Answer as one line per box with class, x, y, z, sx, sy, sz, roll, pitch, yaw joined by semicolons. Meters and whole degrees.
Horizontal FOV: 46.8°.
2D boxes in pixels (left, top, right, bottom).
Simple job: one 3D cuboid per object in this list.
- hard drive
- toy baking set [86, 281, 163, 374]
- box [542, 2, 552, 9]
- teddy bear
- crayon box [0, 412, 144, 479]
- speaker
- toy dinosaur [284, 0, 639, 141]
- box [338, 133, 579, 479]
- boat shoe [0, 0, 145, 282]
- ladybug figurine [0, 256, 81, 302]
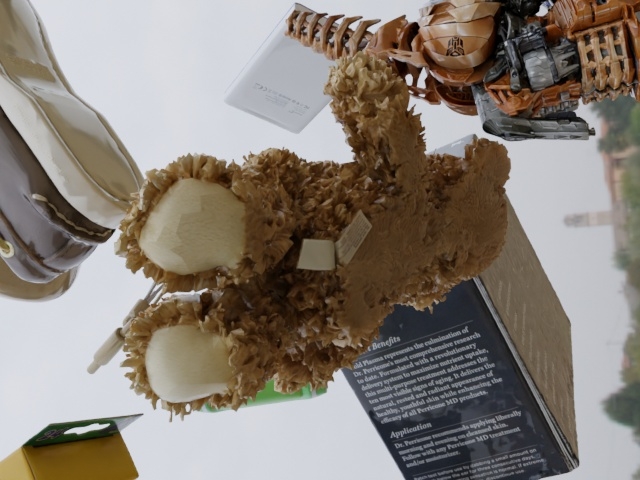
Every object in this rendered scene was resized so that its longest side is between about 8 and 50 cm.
hard drive;-0.053;-0.376;1.672;0.210;0.319;0.040;20;-127;-27
toy baking set;-0.331;0.129;1.325;0.030;0.256;0.196;38;-145;-12
box;0.294;-0.416;1.078;0.059;0.169;0.054;-39;-14;-27
teddy bear;0.000;0.000;0.529;0.338;0.113;0.245;-34;-55;-34
crayon box;-0.411;0.369;1.053;0.083;0.323;0.203;59;-165;20
speaker;-0.139;0.304;1.637;0.131;0.297;0.131;-8;-90;-88
toy dinosaur;0.128;-0.171;0.544;0.164;0.322;0.218;93;-167;-67
box;0.237;0.121;1.358;0.471;0.297;0.480;62;-155;-13
boat shoe;-0.246;-0.120;0.534;0.324;0.097;0.116;54;-166;14
ladybug figurine;-0.469;-0.083;1.037;0.162;0.449;0.305;-54;-41;4
